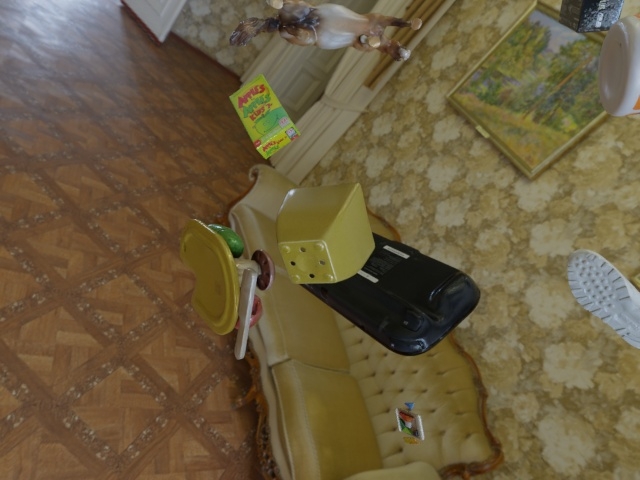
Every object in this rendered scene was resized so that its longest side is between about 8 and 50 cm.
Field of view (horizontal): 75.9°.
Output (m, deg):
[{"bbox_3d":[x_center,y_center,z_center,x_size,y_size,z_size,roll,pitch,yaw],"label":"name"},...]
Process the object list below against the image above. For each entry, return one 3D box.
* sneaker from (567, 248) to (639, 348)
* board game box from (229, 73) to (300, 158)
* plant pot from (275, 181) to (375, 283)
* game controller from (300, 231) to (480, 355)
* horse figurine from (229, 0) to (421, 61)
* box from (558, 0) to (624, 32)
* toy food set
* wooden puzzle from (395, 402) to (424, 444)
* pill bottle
[{"bbox_3d":[0.572,0.103,0.809,0.235,0.090,0.095,48,41,-4],"label":"sneaker"},{"bbox_3d":[-0.124,-0.273,0.896,0.181,0.092,0.043,61,9,29],"label":"board game box"},{"bbox_3d":[0.000,0.000,0.408,0.083,0.081,0.081,-61,141,-51],"label":"plant pot"},{"bbox_3d":[0.086,0.059,0.659,0.167,0.067,0.319,-26,33,-26],"label":"game controller"},{"bbox_3d":[0.014,-0.288,0.561,0.264,0.066,0.174,2,25,-7],"label":"horse figurine"},{"bbox_3d":[0.598,-0.551,0.901,0.078,0.147,0.180,2,34,15],"label":"box"},{"bbox_3d":[-0.110,0.047,0.521,0.071,0.128,0.218,-7,24,-36],"label":"toy food set"},{"bbox_3d":[0.220,0.455,1.016,0.014,0.079,0.116,-17,91,-42],"label":"wooden puzzle"},{"bbox_3d":[0.479,-0.224,0.494,0.121,0.222,0.121,-3,90,-73],"label":"pill bottle"}]
